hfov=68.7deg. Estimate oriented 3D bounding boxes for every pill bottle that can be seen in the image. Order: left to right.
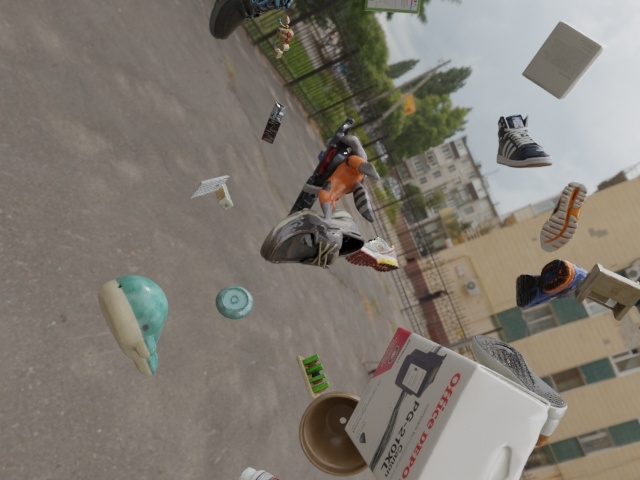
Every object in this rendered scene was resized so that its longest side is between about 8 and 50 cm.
[{"bbox_3d":[-0.139,0.657,1.217,0.086,0.151,0.086,-31,127,-51],"label":"pill bottle"}]

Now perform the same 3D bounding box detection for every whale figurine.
[{"bbox_3d":[-0.437,0.205,1.150,0.216,0.141,0.272,35,-39,41],"label":"whale figurine"}]

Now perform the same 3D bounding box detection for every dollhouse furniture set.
[{"bbox_3d":[0.598,0.075,0.881,0.183,0.129,0.129,25,30,8],"label":"dollhouse furniture set"}]

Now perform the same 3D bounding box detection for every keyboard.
[{"bbox_3d":[-0.378,-0.185,1.610,0.014,0.072,0.256,37,15,-1],"label":"keyboard"}]

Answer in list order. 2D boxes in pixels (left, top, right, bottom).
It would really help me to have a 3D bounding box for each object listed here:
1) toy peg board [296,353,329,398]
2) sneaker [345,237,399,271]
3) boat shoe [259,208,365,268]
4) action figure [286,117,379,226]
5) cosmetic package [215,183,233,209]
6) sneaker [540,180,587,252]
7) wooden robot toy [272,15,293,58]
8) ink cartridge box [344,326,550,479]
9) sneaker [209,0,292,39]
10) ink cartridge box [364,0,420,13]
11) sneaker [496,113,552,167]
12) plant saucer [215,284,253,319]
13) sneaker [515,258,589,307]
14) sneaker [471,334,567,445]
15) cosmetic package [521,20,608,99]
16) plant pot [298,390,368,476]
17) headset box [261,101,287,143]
[{"bbox_3d":[-0.016,0.514,1.787,0.161,0.079,0.161,65,3,-68],"label":"toy peg board"},{"bbox_3d":[0.153,0.032,1.461,0.225,0.088,0.093,20,60,-40],"label":"sneaker"},{"bbox_3d":[0.000,0.000,1.227,0.130,0.132,0.355,42,36,25],"label":"boat shoe"},{"bbox_3d":[0.046,-0.134,1.260,0.178,0.341,0.330,29,25,-10],"label":"action figure"},{"bbox_3d":[-0.396,-0.187,1.891,0.115,0.041,0.060,65,3,28],"label":"cosmetic package"},{"bbox_3d":[0.709,-0.062,1.362,0.084,0.215,0.083,29,4,22],"label":"sneaker"},{"bbox_3d":[-0.135,-0.821,1.893,0.076,0.173,0.079,40,42,24],"label":"wooden robot toy"},{"bbox_3d":[0.136,0.220,0.576,0.100,0.172,0.237,30,-7,-8],"label":"ink cartridge box"},{"bbox_3d":[-0.155,-0.641,1.220,0.139,0.340,0.125,44,23,-14],"label":"sneaker"},{"bbox_3d":[0.233,-0.692,1.327,0.109,0.209,0.062,-80,174,-47],"label":"ink cartridge box"},{"bbox_3d":[0.605,-0.301,1.406,0.282,0.099,0.153,-95,-177,-76],"label":"sneaker"},{"bbox_3d":[-0.268,0.189,1.471,0.021,0.119,0.120,116,-35,-52],"label":"plant saucer"},{"bbox_3d":[0.525,0.111,1.073,0.221,0.087,0.083,121,-21,-69],"label":"sneaker"},{"bbox_3d":[0.389,0.309,0.991,0.290,0.105,0.123,-107,-151,-71],"label":"sneaker"},{"bbox_3d":[0.775,-0.571,1.486,0.151,0.184,0.151,43,38,17],"label":"cosmetic package"},{"bbox_3d":[0.062,0.546,1.367,0.110,0.237,0.238,-16,84,-80],"label":"plant pot"},{"bbox_3d":[-0.113,-0.280,1.132,0.032,0.083,0.062,23,54,-10],"label":"headset box"}]
